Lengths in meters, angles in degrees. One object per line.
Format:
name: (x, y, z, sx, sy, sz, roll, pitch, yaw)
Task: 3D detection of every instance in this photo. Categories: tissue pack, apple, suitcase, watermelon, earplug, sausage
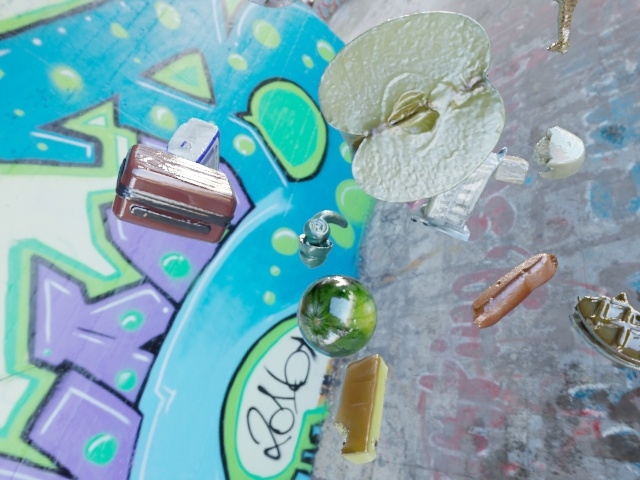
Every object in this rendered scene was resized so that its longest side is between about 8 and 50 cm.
tissue pack: (-0.449, -0.263, 1.437, 0.269, 0.137, 0.209, 112, 175, -54)
apple: (0.205, -0.280, 0.894, 0.361, 0.320, 0.311, -20, 61, 24)
suitcase: (-0.387, -0.123, 1.093, 0.161, 0.297, 0.236, -61, 30, 19)
watermelon: (0.048, 0.219, 1.187, 0.242, 0.242, 0.242, -38, 33, 31)
earplug: (-0.004, -0.003, 1.946, 0.257, 0.164, 0.280, -20, -50, -66)
sausage: (0.651, 0.165, 1.382, 0.348, 0.097, 0.094, -41, 24, 2)

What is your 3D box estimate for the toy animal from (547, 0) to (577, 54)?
toy animal: (0.585, -0.606, 1.004, 0.054, 0.275, 0.149, -38, 11, -25)

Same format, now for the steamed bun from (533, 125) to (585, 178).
steamed bun: (0.946, -0.347, 1.642, 0.170, 0.225, 0.200, -49, 60, 12)

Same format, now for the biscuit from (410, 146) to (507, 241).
biscuit: (0.394, -0.148, 1.190, 0.079, 0.186, 0.309, -59, -16, -48)

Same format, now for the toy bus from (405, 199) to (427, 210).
toy bus: (0.578, -0.305, 2.223, 0.302, 0.128, 0.147, -55, 40, 31)

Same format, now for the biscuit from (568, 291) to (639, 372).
biscuit: (0.850, 0.190, 1.001, 0.366, 0.115, 0.268, -27, 52, -1)

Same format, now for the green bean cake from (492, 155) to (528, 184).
green bean cake: (0.723, -0.276, 1.557, 0.179, 0.109, 0.085, -42, -35, -64)

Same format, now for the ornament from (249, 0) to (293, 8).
ornament: (-0.145, -0.861, 1.193, 0.337, 0.337, 0.337, -38, 33, 31)

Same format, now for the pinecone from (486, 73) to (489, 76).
pinecone: (0.353, -0.377, 1.033, 0.174, 0.174, 0.173, -38, 33, 31)

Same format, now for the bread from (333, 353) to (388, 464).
bread: (0.076, 0.320, 0.781, 0.088, 0.049, 0.226, -25, 19, 27)
